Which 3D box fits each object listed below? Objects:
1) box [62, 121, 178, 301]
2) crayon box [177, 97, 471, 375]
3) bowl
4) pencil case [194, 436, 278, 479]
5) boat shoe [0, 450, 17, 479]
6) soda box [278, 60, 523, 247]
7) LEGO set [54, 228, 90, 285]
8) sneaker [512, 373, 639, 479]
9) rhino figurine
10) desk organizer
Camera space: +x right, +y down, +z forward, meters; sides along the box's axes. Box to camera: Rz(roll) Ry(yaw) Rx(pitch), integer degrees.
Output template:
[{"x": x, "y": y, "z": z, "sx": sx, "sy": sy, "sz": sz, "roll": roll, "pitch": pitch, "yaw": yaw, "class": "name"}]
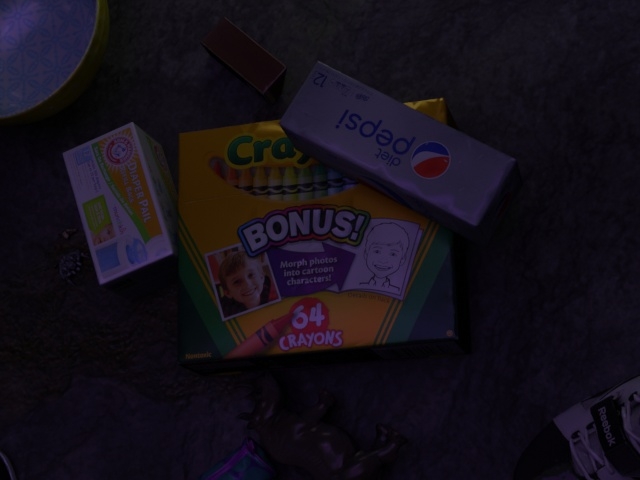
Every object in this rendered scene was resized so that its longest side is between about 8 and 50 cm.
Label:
[{"x": -0.254, "y": -0.039, "z": 1.890, "sx": 0.114, "sy": 0.103, "sz": 0.203, "roll": -23, "pitch": 70, "yaw": 10, "class": "box"}, {"x": 0.000, "y": 0.000, "z": 1.801, "sx": 0.363, "sy": 0.106, "sz": 0.313, "roll": -6, "pitch": 73, "yaw": 15, "class": "crayon box"}, {"x": -0.410, "y": -0.282, "z": 1.975, "sx": 0.289, "sy": 0.156, "sz": 0.289, "roll": -4, "pitch": 74, "yaw": 16, "class": "bowl"}, {"x": -0.129, "y": 0.314, "z": 1.774, "sx": 0.151, "sy": 0.070, "sz": 0.064, "roll": -37, "pitch": 44, "yaw": 3, "class": "pencil case"}, {"x": -0.464, "y": 0.418, "z": 1.834, "sx": 0.114, "sy": 0.091, "sz": 0.302, "roll": -5, "pitch": 74, "yaw": 15, "class": "boat shoe"}, {"x": 0.097, "y": -0.104, "z": 1.700, "sx": 0.286, "sy": 0.091, "sz": 0.098, "roll": 28, "pitch": 81, "yaw": 20, "class": "soda box"}, {"x": -0.351, "y": 0.022, "z": 1.945, "sx": 0.054, "sy": 0.023, "sz": 0.083, "roll": -32, "pitch": 69, "yaw": 6, "class": "LEGO set"}, {"x": 0.362, "y": 0.211, "z": 1.617, "sx": 0.330, "sy": 0.146, "sz": 0.122, "roll": -31, "pitch": 70, "yaw": 8, "class": "sneaker"}, {"x": -0.014, "y": 0.238, "z": 1.760, "sx": 0.243, "sy": 0.073, "sz": 0.106, "roll": 27, "pitch": 82, "yaw": 23, "class": "rhino figurine"}, {"x": -0.100, "y": -0.247, "z": 1.932, "sx": 0.130, "sy": 0.047, "sz": 0.050, "roll": 41, "pitch": 87, "yaw": 22, "class": "desk organizer"}]
